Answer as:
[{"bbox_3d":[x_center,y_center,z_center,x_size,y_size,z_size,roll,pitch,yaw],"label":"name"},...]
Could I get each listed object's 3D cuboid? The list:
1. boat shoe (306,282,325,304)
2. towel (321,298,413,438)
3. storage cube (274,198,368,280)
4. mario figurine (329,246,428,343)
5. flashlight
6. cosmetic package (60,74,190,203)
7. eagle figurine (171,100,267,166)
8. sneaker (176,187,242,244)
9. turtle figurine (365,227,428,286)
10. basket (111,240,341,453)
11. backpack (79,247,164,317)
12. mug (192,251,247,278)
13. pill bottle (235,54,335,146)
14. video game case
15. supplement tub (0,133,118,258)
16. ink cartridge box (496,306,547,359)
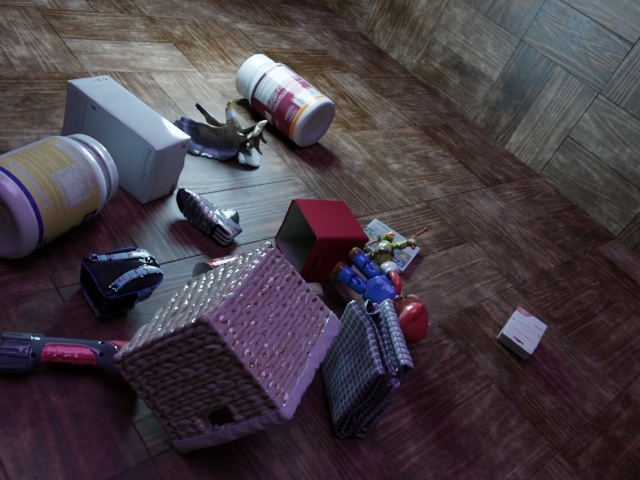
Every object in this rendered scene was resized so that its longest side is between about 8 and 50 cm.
[{"bbox_3d":[-0.140,0.201,1.548,0.342,0.123,0.123,-7,65,-24],"label":"boat shoe"},{"bbox_3d":[0.096,0.305,1.434,0.122,0.283,0.235,11,38,-19],"label":"towel"},{"bbox_3d":[0.000,0.000,1.838,0.193,0.183,0.215,-1,43,-34],"label":"storage cube"},{"bbox_3d":[0.175,0.179,1.739,0.320,0.198,0.170,45,19,13],"label":"mario figurine"},{"bbox_3d":[-0.522,0.257,1.275,0.304,0.103,0.103,7,81,-21],"label":"flashlight"},{"bbox_3d":[-0.605,-0.315,1.831,0.385,0.217,0.156,37,37,17],"label":"cosmetic package"},{"bbox_3d":[-0.348,-0.395,2.149,0.299,0.225,0.226,2,-12,15],"label":"eagle figurine"},{"bbox_3d":[-0.333,-0.085,1.835,0.229,0.086,0.132,45,34,7],"label":"sneaker"},{"bbox_3d":[0.215,0.055,1.882,0.087,0.270,0.217,37,49,-41],"label":"turtle figurine"},{"bbox_3d":[-0.190,0.217,1.264,0.266,0.328,0.331,56,32,-13],"label":"basket"},{"bbox_3d":[-0.487,0.097,1.471,0.173,0.116,0.158,-17,54,-43],"label":"backpack"},{"bbox_3d":[-0.242,0.108,1.631,0.169,0.113,0.150,-18,70,-50],"label":"mug"},{"bbox_3d":[-0.150,-0.577,2.425,0.392,0.224,0.224,41,38,20],"label":"pill bottle"},{"bbox_3d":[0.237,0.018,2.098,0.201,0.023,0.183,35,37,10],"label":"video game case"},{"bbox_3d":[-0.706,-0.125,1.508,0.241,0.241,0.331,33,36,8],"label":"supplement tub"},{"bbox_3d":[0.659,0.312,1.956,0.115,0.067,0.198,38,36,16],"label":"ink cartridge box"}]
